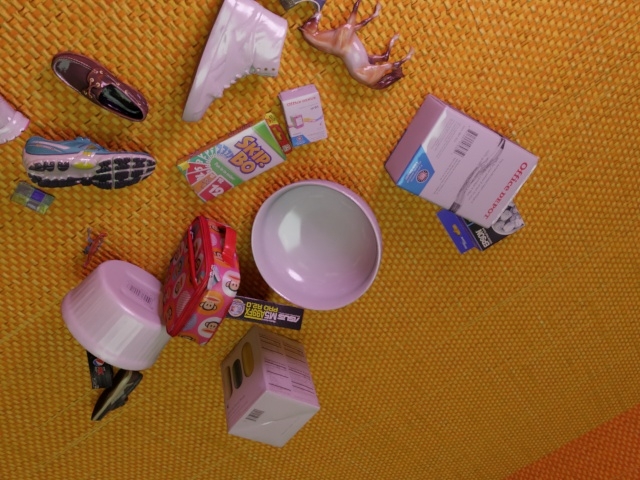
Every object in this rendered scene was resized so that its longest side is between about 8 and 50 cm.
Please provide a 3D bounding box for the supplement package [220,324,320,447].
[{"bbox_3d":[-0.160,0.438,1.654,0.198,0.262,0.199,28,113,-30],"label":"supplement package"}]

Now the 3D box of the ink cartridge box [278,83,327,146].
[{"bbox_3d":[-0.041,-0.293,1.286,0.088,0.052,0.122,-17,127,-3],"label":"ink cartridge box"}]

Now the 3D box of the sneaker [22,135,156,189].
[{"bbox_3d":[-0.499,-0.184,1.201,0.275,0.110,0.107,-1,145,-37],"label":"sneaker"}]

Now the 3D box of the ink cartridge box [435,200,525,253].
[{"bbox_3d":[0.473,-0.062,1.612,0.208,0.045,0.206,-33,127,11],"label":"ink cartridge box"}]

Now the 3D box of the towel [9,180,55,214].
[{"bbox_3d":[-0.671,-0.098,1.273,0.083,0.009,0.060,31,111,-32],"label":"towel"}]

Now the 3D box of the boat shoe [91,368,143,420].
[{"bbox_3d":[-0.620,0.476,1.667,0.073,0.080,0.223,30,108,-26],"label":"boat shoe"}]

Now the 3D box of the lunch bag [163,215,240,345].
[{"bbox_3d":[-0.282,0.079,1.337,0.120,0.293,0.258,23,113,-29],"label":"lunch bag"}]

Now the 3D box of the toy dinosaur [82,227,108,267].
[{"bbox_3d":[-0.555,0.014,1.356,0.047,0.090,0.082,8,156,-39],"label":"toy dinosaur"}]

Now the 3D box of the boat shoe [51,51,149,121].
[{"bbox_3d":[-0.454,-0.317,1.137,0.207,0.073,0.073,25,116,-29],"label":"boat shoe"}]

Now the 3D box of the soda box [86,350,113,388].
[{"bbox_3d":[-0.638,0.354,1.587,0.060,0.053,0.169,-2,126,-16],"label":"soda box"}]

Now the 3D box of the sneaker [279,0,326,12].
[{"bbox_3d":[-0.071,-0.511,1.107,0.192,0.064,0.086,1,120,-21],"label":"sneaker"}]

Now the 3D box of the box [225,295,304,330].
[{"bbox_3d":[-0.197,0.186,1.473,0.216,0.270,0.060,14,81,-26],"label":"box"}]

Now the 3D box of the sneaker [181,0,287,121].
[{"bbox_3d":[-0.177,-0.358,1.165,0.169,0.108,0.292,20,117,-24],"label":"sneaker"}]

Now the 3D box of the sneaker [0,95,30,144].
[{"bbox_3d":[-0.734,-0.229,1.110,0.252,0.103,0.111,-26,124,-5],"label":"sneaker"}]

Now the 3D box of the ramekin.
[{"bbox_3d":[-0.484,0.176,1.370,0.135,0.277,0.277,-46,125,9],"label":"ramekin"}]

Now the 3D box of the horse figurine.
[{"bbox_3d":[0.096,-0.428,1.220,0.174,0.066,0.263,-41,124,8],"label":"horse figurine"}]

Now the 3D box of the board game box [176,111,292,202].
[{"bbox_3d":[-0.202,-0.199,1.322,0.259,0.039,0.124,-28,129,2],"label":"board game box"}]

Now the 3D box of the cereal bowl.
[{"bbox_3d":[0.000,0.000,1.417,0.339,0.141,0.339,5,109,14],"label":"cereal bowl"}]

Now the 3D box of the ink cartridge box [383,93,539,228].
[{"bbox_3d":[0.356,-0.197,1.401,0.307,0.129,0.223,22,113,-22],"label":"ink cartridge box"}]
